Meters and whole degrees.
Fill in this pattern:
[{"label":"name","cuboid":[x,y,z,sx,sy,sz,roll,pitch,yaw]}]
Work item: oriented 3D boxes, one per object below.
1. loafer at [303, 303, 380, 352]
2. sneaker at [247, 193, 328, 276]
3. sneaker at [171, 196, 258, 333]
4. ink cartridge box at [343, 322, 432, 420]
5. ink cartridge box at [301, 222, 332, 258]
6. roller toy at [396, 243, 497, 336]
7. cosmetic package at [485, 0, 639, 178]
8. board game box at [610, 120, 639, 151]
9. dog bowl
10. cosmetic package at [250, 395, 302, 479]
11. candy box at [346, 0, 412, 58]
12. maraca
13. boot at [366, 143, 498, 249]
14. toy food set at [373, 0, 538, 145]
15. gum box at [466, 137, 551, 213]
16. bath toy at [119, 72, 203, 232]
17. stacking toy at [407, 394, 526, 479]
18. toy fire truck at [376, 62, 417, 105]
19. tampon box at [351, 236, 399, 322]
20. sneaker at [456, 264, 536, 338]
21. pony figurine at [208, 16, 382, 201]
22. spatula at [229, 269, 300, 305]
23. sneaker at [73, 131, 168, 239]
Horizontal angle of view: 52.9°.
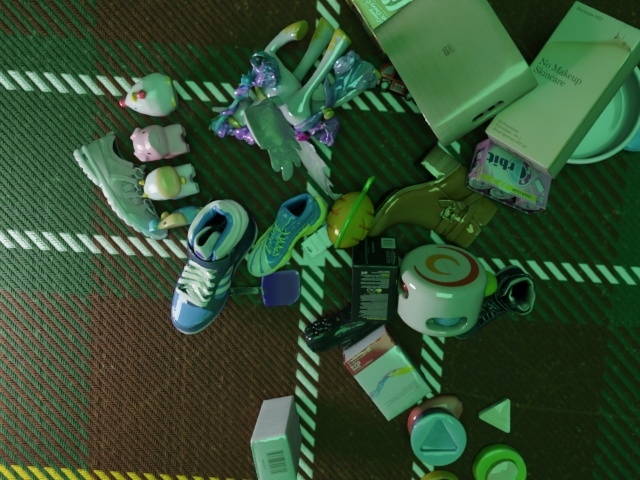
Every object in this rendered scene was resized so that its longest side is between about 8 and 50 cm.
[{"label":"loafer","cuboid":[0.069,0.203,1.536,0.223,0.076,0.078,-23,132,-3]},{"label":"sneaker","cuboid":[-0.093,-0.023,1.472,0.240,0.126,0.091,-47,65,-2]},{"label":"sneaker","cuboid":[-0.263,0.055,1.413,0.130,0.236,0.323,30,87,13]},{"label":"ink cartridge box","cuboid":[0.154,0.302,1.511,0.127,0.128,0.176,-37,94,5]},{"label":"ink cartridge box","cuboid":[0.000,0.000,1.528,0.083,0.028,0.048,-37,94,4]},{"label":"roller toy","cuboid":[0.263,0.113,1.433,0.209,0.191,0.146,29,133,32]},{"label":"cosmetic package","cuboid":[0.497,-0.301,1.312,0.160,0.113,0.309,37,101,25]},{"label":"board game box","cuboid":[0.727,-0.290,1.481,0.133,0.033,0.169,-16,93,7]},{"label":"dog bowl","cuboid":[0.570,-0.301,1.431,0.264,0.104,0.265,1,95,9]},{"label":"cosmetic package","cuboid":[-0.097,0.456,1.479,0.085,0.231,0.117,-10,96,2]},{"label":"candy box","cuboid":[0.133,-0.592,1.428,0.183,0.087,0.316,-33,96,5]},{"label":"maraca","cuboid":[0.075,-0.062,1.422,0.099,0.127,0.186,29,65,2]},{"label":"boot","cuboid":[0.252,-0.054,1.493,0.220,0.109,0.283,44,88,-8]},{"label":"toy food set","cuboid":[0.273,-0.382,1.329,0.219,0.092,0.306,-32,80,19]},{"label":"gum box","cuboid":[0.424,-0.146,1.453,0.188,0.062,0.107,21,75,-15]},{"label":"bath toy","cuboid":[-0.361,-0.199,1.442,0.129,0.151,0.348,-12,91,-3]},{"label":"stacking toy","cuboid":[0.356,0.530,1.534,0.279,0.130,0.309,-12,97,2]},{"label":"toy fire truck","cuboid":[0.231,-0.381,1.473,0.192,0.047,0.135,22,96,-1]},{"label":"tampon box","cuboid":[0.121,0.088,1.461,0.101,0.120,0.161,1,125,2]},{"label":"sneaker","cuboid":[0.395,0.153,1.476,0.086,0.163,0.226,43,97,-6]},{"label":"pony figurine","cuboid":[-0.052,-0.286,1.402,0.363,0.303,0.351,-43,62,8]},{"label":"spatula","cuboid":[-0.197,0.123,1.543,0.296,0.030,0.084,-5,90,2]},{"label":"sneaker","cuboid":[-0.438,-0.124,1.482,0.115,0.105,0.281,-38,98,-2]}]
